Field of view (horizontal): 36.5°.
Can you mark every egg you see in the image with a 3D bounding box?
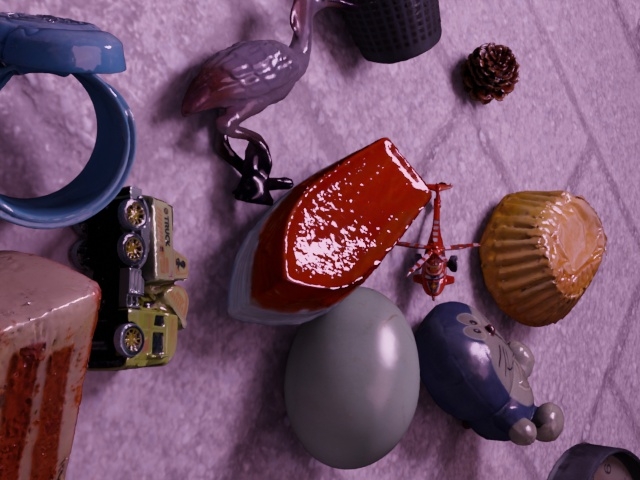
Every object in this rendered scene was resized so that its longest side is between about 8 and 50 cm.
[{"bbox_3d":[0.040,0.168,1.206,0.168,0.168,0.231,31,57,-41],"label":"egg"}]

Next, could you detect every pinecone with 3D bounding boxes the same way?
[{"bbox_3d":[0.278,-0.278,1.594,0.109,0.102,0.102,43,48,-73],"label":"pinecone"}]

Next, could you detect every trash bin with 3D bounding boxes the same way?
[{"bbox_3d":[0.093,-0.342,1.361,0.175,0.175,0.161,-51,134,-39],"label":"trash bin"}]

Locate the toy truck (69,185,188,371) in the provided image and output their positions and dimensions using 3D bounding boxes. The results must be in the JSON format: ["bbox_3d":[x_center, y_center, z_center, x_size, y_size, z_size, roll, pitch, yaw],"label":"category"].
[{"bbox_3d":[-0.195,0.044,1.027,0.116,0.085,0.191,12,73,-52],"label":"toy truck"}]

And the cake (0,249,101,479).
[{"bbox_3d":[-0.271,0.143,0.868,0.158,0.159,0.262,-27,106,-50],"label":"cake"}]

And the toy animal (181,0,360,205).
[{"bbox_3d":[-0.069,-0.205,1.197,0.195,0.090,0.324,33,71,-47],"label":"toy animal"}]

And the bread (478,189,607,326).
[{"bbox_3d":[0.369,0.028,1.613,0.239,0.139,0.240,9,76,-40],"label":"bread"}]

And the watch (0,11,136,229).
[{"bbox_3d":[-0.276,-0.113,0.909,0.211,0.211,0.193,-12,112,-48],"label":"watch"}]

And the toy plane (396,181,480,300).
[{"bbox_3d":[0.163,0.001,1.451,0.077,0.126,0.194,84,-9,-48],"label":"toy plane"}]

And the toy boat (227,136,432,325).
[{"bbox_3d":[0.000,0.000,1.205,0.145,0.133,0.332,51,45,-3],"label":"toy boat"}]

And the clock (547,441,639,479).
[{"bbox_3d":[0.512,0.560,1.748,0.386,0.076,0.386,9,78,-47],"label":"clock"}]

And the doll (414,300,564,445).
[{"bbox_3d":[0.240,0.195,1.446,0.258,0.154,0.228,51,17,-39],"label":"doll"}]
